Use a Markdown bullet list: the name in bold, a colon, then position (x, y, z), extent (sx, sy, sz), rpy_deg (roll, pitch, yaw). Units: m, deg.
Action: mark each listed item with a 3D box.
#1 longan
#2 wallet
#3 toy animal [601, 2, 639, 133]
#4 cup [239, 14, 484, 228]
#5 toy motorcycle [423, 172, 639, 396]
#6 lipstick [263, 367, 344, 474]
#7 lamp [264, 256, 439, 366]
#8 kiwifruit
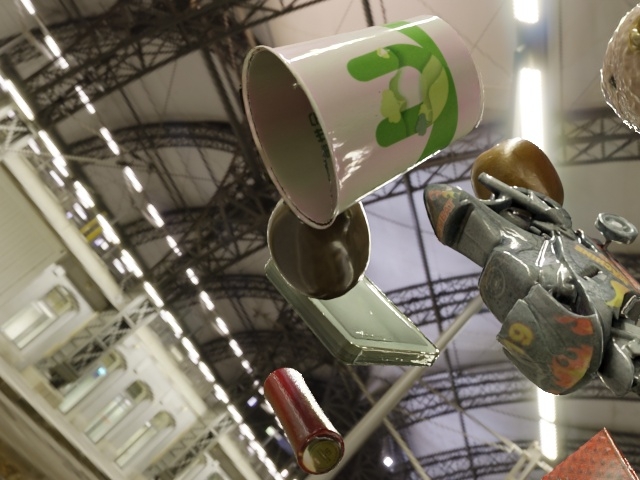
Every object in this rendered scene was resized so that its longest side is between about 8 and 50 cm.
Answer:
- **longan**: position (0.000, 0.000, 1.100), extent (0.189, 0.189, 0.189), rpy_deg (39, -22, 19)
- **wallet**: position (0.259, 0.300, 0.766), extent (0.020, 0.196, 0.103), rpy_deg (34, 19, -21)
- **toy animal**: position (0.528, -0.229, 0.958), extent (0.358, 0.188, 0.227), rpy_deg (37, -30, 49)
- **cup**: position (0.059, -0.180, 0.974), extent (0.253, 0.273, 0.253), rpy_deg (49, -26, 35)
- **toy motorcycle**: position (0.212, 0.039, 0.645), extent (0.307, 0.173, 0.108), rpy_deg (-117, -145, -49)
- **lipstick**: position (-0.033, 0.292, 1.162), extent (0.080, 0.080, 0.241), rpy_deg (55, -6, -21)
- **lamp**: position (0.058, 0.127, 1.263), extent (0.266, 0.047, 0.269), rpy_deg (12, 26, -45)
- **kiwifruit**: position (0.459, -0.118, 1.627), extent (0.234, 0.196, 0.196), rpy_deg (55, -21, 0)
